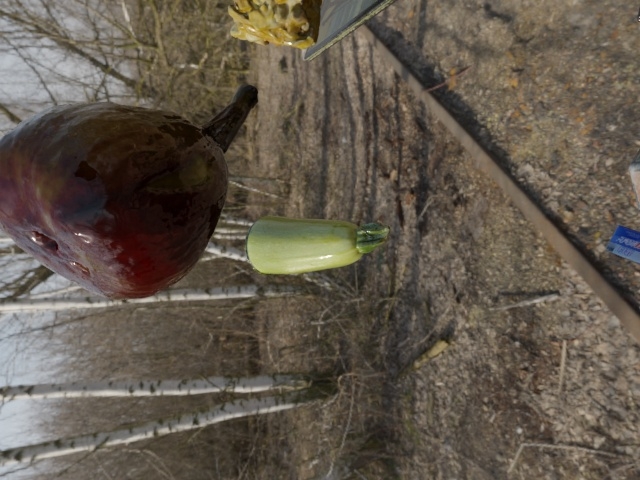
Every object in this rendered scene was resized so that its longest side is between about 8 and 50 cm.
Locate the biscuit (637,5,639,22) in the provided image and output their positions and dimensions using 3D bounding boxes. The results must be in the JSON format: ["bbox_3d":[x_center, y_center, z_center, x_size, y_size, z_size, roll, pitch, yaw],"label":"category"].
[{"bbox_3d":[0.763,-0.577,0.979,0.063,0.235,0.151,0,111,60],"label":"biscuit"}]

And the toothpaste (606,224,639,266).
[{"bbox_3d":[0.614,0.033,0.795,0.066,0.272,0.053,36,107,55],"label":"toothpaste"}]

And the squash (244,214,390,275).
[{"bbox_3d":[0.000,0.000,0.625,0.224,0.094,0.094,-6,86,39],"label":"squash"}]

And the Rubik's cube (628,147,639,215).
[{"bbox_3d":[0.431,-0.050,0.341,0.319,0.319,0.264,-112,19,-52],"label":"Rubik's cube"}]

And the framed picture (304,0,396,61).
[{"bbox_3d":[0.108,-0.408,0.583,0.347,0.016,0.264,-2,67,56],"label":"framed picture"}]

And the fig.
[{"bbox_3d":[-0.153,-0.085,0.421,0.290,0.191,0.191,-53,8,-15],"label":"fig"}]

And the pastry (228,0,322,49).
[{"bbox_3d":[-0.045,-0.388,0.583,0.102,0.154,0.249,-43,-30,-74],"label":"pastry"}]
